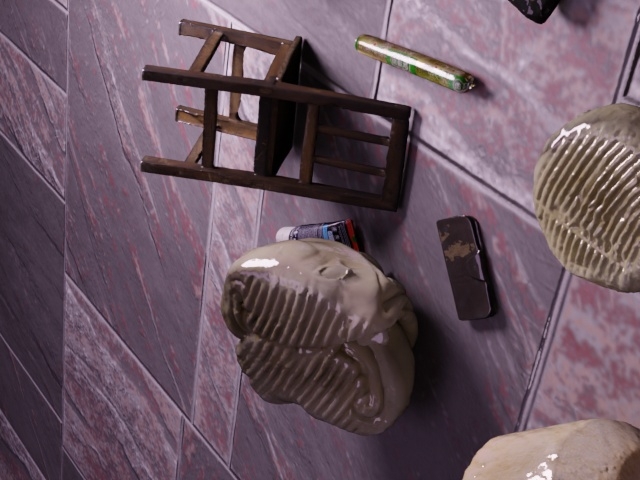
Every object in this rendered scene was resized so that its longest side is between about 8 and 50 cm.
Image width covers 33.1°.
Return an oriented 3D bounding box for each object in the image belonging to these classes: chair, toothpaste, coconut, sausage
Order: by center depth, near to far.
[{"bbox_3d":[0.303,0.373,1.342,0.329,0.329,0.329,25,122,49],"label":"coconut"},{"bbox_3d":[0.132,-0.260,1.568,0.269,0.033,0.033,32,127,46],"label":"sausage"},{"bbox_3d":[-0.059,-0.208,1.755,0.240,0.416,0.203,-72,-10,-62],"label":"chair"},{"bbox_3d":[0.000,0.000,1.853,0.193,0.045,0.071,-2,108,50],"label":"toothpaste"}]

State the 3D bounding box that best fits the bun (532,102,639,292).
[{"bbox_3d":[0.357,-0.053,1.228,0.220,0.134,0.220,20,118,43],"label":"bun"}]

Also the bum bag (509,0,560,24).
[{"bbox_3d":[0.227,-0.374,1.364,0.232,0.060,0.106,49,129,31],"label":"bum bag"}]

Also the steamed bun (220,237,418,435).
[{"bbox_3d":[0.017,0.122,1.727,0.324,0.219,0.309,10,128,28],"label":"steamed bun"}]

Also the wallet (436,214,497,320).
[{"bbox_3d":[0.213,0.040,1.575,0.082,0.018,0.156,-11,92,56],"label":"wallet"}]
